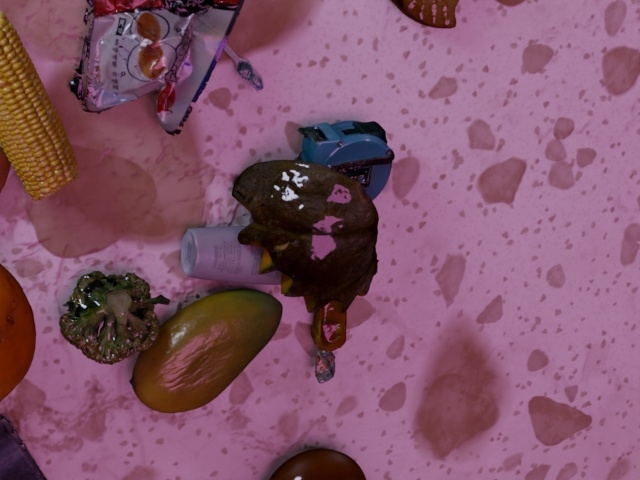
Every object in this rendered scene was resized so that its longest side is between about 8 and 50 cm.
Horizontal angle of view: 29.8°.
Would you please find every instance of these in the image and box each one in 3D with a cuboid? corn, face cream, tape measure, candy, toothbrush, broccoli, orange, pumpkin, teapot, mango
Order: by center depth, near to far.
[{"bbox_3d":[-0.463,0.114,1.437,0.240,0.240,0.240,-11,116,-23],"label":"orange"},{"bbox_3d":[-0.367,-0.163,1.457,0.081,0.081,0.248,-28,121,-14],"label":"corn"},{"bbox_3d":[-0.171,-0.299,1.536,0.030,0.030,0.304,-46,121,-3],"label":"toothbrush"},{"bbox_3d":[-0.276,0.100,1.596,0.131,0.120,0.130,32,64,0],"label":"broccoli"},{"bbox_3d":[0.000,0.000,1.632,0.254,0.149,0.130,35,54,-19],"label":"pumpkin"},{"bbox_3d":[0.032,-0.105,1.690,0.146,0.081,0.125,-9,126,-21],"label":"tape measure"},{"bbox_3d":[-0.096,0.020,1.691,0.198,0.057,0.084,3,98,-30],"label":"face cream"},{"bbox_3d":[-0.162,0.147,1.694,0.237,0.091,0.137,-47,130,-10],"label":"mango"},{"bbox_3d":[0.011,0.123,1.799,0.053,0.046,0.182,-4,108,-23],"label":"candy"},{"bbox_3d":[-0.017,0.416,1.859,0.252,0.135,0.178,0,107,-28],"label":"teapot"}]

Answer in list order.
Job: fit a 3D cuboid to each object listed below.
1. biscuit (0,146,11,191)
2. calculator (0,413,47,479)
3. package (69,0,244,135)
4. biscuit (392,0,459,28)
[{"bbox_3d":[-0.459,-0.113,1.459,0.192,0.036,0.186,40,89,-35],"label":"biscuit"},{"bbox_3d":[-0.513,0.361,1.645,0.262,0.021,0.161,-30,122,-13],"label":"calculator"},{"bbox_3d":[-0.203,-0.268,1.502,0.194,0.071,0.269,11,108,-21],"label":"package"},{"bbox_3d":[0.150,-0.412,1.647,0.176,0.031,0.228,6,106,-30],"label":"biscuit"}]
